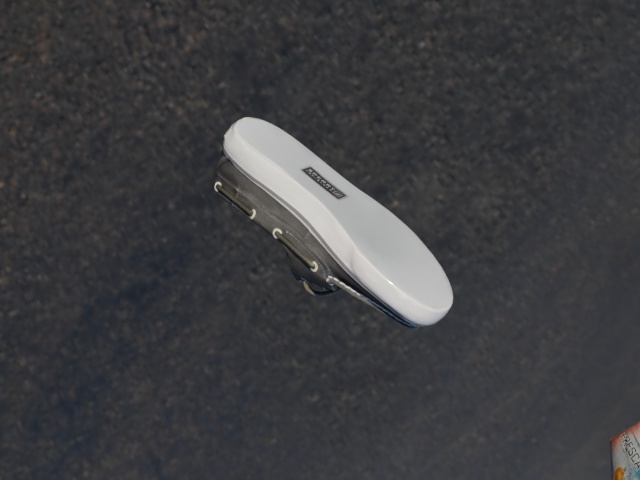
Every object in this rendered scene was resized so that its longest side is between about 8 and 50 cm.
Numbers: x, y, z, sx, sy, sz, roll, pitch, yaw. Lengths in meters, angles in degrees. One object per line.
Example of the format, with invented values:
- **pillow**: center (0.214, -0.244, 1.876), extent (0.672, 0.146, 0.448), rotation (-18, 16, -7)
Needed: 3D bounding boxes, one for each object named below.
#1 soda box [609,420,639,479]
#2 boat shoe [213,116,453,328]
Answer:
- **soda box**: center (0.320, 0.200, 0.962), extent (0.183, 0.063, 0.058), rotation (21, 140, -18)
- **boat shoe**: center (0.000, 0.000, 0.920), extent (0.080, 0.228, 0.076), rotation (-21, 146, -54)
